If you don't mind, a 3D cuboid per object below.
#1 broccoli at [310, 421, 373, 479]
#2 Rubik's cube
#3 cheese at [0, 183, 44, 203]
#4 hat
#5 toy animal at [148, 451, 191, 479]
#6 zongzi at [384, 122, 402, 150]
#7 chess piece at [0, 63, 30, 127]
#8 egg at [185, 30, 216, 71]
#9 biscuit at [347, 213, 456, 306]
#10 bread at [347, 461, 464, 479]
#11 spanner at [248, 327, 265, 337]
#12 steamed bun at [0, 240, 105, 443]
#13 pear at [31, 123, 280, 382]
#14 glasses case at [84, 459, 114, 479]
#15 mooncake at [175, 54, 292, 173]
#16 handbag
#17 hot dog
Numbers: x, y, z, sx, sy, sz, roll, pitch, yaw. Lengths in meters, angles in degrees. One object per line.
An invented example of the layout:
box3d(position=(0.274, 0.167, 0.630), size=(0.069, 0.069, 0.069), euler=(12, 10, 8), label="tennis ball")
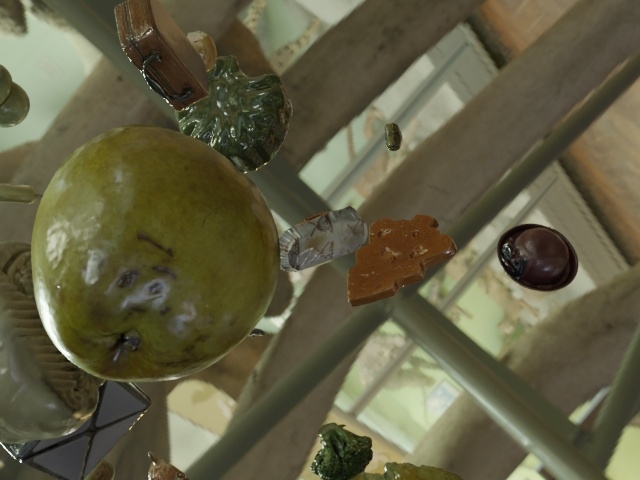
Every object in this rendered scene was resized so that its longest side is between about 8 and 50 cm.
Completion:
box3d(position=(0.049, 0.469, 1.913), size=(0.138, 0.145, 0.162), euler=(59, 158, -9), label="broccoli")
box3d(position=(-0.550, 0.323, 1.820), size=(0.260, 0.259, 0.255), euler=(33, 165, 25), label="Rubik's cube")
box3d(position=(-0.780, -0.123, 2.345), size=(0.234, 0.050, 0.127), euler=(4, -177, -27), label="cheese")
box3d(position=(0.528, 0.031, 2.092), size=(0.205, 0.205, 0.089), euler=(41, 147, 14), label="hat")
box3d(position=(-0.472, 0.704, 2.431), size=(0.104, 0.185, 0.184), euler=(13, 149, 43), label="toy animal")
box3d(position=(0.181, -0.231, 2.097), size=(0.083, 0.040, 0.076), euler=(59, -155, -52), label="zongzi")
box3d(position=(-0.647, -0.305, 1.650), size=(0.133, 0.133, 0.243), euler=(41, 173, 31), label="chess piece")
box3d(position=(-0.286, -0.447, 2.073), size=(0.080, 0.080, 0.096), euler=(41, 160, 45), label="egg")
box3d(position=(0.173, 0.052, 2.119), size=(0.284, 0.306, 0.043), euler=(22, 151, 49), label="biscuit")
box3d(position=(0.117, 0.633, 1.772), size=(0.263, 0.395, 0.239), euler=(17, -137, -2), label="bread")
box3d(position=(-0.247, 0.208, 2.199), size=(0.254, 0.015, 0.054), euler=(23, 146, -37), label="spanner")
box3d(position=(-0.523, 0.188, 1.460), size=(0.324, 0.219, 0.310), euler=(58, -173, -13), label="steamed bun")
box3d(position=(-0.208, 0.027, 1.053), size=(0.304, 0.304, 0.304), euler=(41, 179, 1), label="pear")
box3d(position=(-0.638, 0.714, 2.255), size=(0.098, 0.156, 0.425), euler=(40, -167, -8), label="glasses case")
box3d(position=(-0.266, -0.375, 2.597), size=(0.351, 0.351, 0.187), euler=(41, 177, 22), label="mooncake")
box3d(position=(-0.267, -0.318, 1.498), size=(0.193, 0.072, 0.151), euler=(52, -164, -50), label="handbag")
box3d(position=(0.000, 0.000, 1.525), size=(0.053, 0.192, 0.099), euler=(28, 133, 50), label="hot dog")
